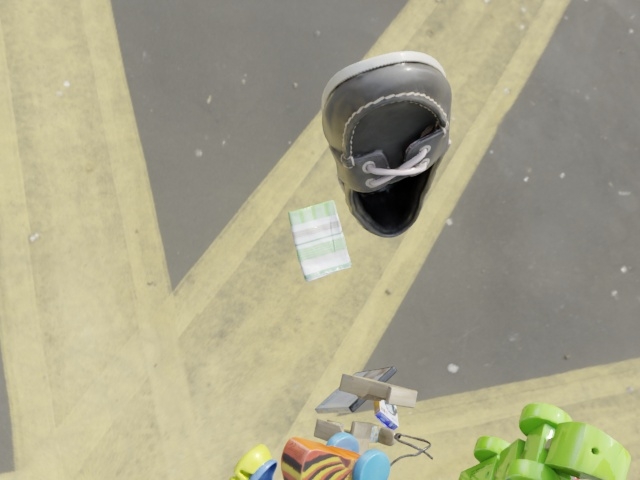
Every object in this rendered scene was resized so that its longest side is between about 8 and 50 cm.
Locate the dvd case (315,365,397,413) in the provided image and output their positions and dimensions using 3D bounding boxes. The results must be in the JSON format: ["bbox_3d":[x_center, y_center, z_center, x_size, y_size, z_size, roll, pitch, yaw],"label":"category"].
[{"bbox_3d":[0.097,0.431,1.757,0.180,0.253,0.022,-36,90,-27],"label":"dvd case"}]

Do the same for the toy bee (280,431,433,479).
[{"bbox_3d":[0.061,0.405,0.987,0.299,0.195,0.162,14,87,-19],"label":"toy bee"}]

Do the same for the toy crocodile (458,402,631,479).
[{"bbox_3d":[0.276,0.322,0.835,0.105,0.340,0.115,30,51,3],"label":"toy crocodile"}]

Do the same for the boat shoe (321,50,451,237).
[{"bbox_3d":[0.070,-0.070,0.572,0.112,0.335,0.095,-16,82,3],"label":"boat shoe"}]

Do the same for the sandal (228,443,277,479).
[{"bbox_3d":[-0.147,0.578,1.219,0.138,0.126,0.317,27,97,24],"label":"sandal"}]

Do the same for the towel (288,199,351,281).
[{"bbox_3d":[0.000,0.000,1.282,0.113,0.023,0.151,-17,98,-25],"label":"towel"}]

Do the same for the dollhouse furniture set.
[{"bbox_3d":[0.117,0.462,1.483,0.212,0.161,0.242,22,77,-44],"label":"dollhouse furniture set"}]

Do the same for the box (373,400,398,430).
[{"bbox_3d":[0.196,0.511,1.845,0.081,0.028,0.136,43,15,-14],"label":"box"}]
